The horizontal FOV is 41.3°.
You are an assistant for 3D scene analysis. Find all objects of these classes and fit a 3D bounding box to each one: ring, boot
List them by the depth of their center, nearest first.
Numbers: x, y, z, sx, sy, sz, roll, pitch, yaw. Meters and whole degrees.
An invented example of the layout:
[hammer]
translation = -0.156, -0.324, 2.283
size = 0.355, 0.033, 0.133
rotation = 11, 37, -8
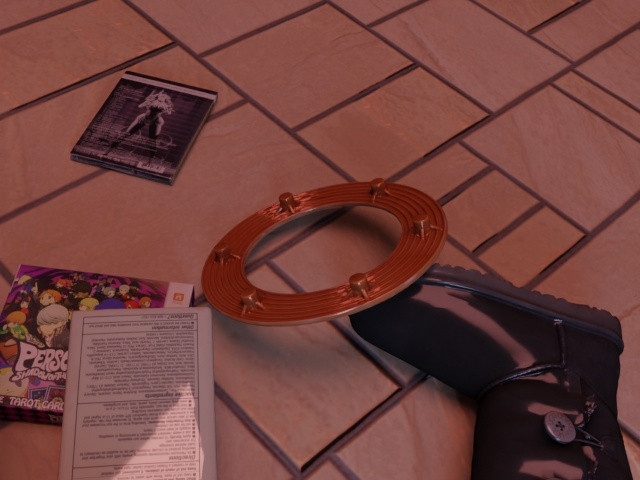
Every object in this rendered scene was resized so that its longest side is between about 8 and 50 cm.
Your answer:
[boot]
translation = 0.185, 0.254, 0.969
size = 0.367, 0.146, 0.445
rotation = 9, 52, 2
[ring]
translation = 0.000, 0.000, 1.127
size = 0.337, 0.032, 0.336
rotation = -13, 30, 8

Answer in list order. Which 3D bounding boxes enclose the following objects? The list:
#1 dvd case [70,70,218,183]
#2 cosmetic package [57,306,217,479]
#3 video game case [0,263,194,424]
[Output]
[dvd case]
translation = -0.277, -0.186, 1.358
size = 0.165, 0.018, 0.221
rotation = 14, 49, 5
[cosmetic package]
translation = -0.188, 0.228, 0.895
size = 0.160, 0.113, 0.309
rotation = 0, 55, -8
[video game case]
translation = -0.287, 0.132, 1.056
size = 0.232, 0.041, 0.210
rotation = 7, 48, -2
